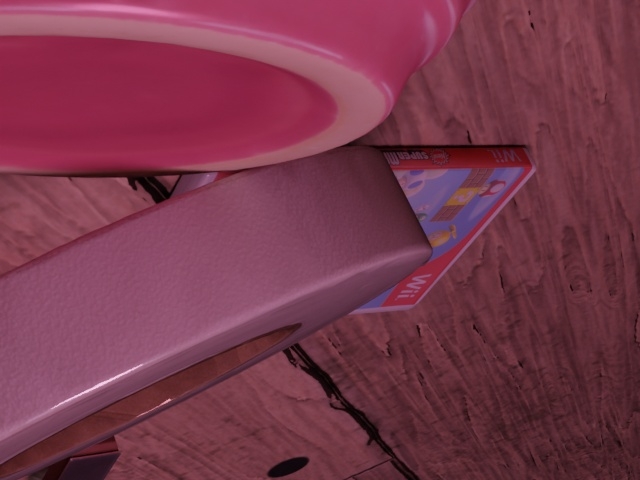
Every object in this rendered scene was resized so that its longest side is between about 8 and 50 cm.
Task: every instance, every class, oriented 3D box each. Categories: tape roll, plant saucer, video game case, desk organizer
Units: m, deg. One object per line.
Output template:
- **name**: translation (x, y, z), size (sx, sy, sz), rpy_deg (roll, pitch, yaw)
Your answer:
- **tape roll**: translation (-0.118, 0.065, 0.764), size (0.392, 0.072, 0.392), rpy_deg (-26, 173, -4)
- **plant saucer**: translation (-0.097, -0.088, 0.515), size (0.332, 0.084, 0.332), rpy_deg (0, 172, 0)
- **video game case**: translation (0.000, 0.000, 0.978), size (0.285, 0.025, 0.204), rpy_deg (-3, 147, -33)
- **desk organizer**: translation (-0.221, 0.196, 1.134), size (0.047, 0.050, 0.130), rpy_deg (-4, 147, -32)
